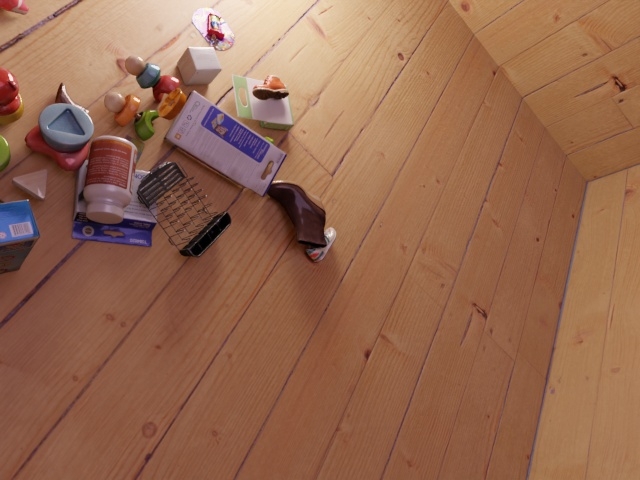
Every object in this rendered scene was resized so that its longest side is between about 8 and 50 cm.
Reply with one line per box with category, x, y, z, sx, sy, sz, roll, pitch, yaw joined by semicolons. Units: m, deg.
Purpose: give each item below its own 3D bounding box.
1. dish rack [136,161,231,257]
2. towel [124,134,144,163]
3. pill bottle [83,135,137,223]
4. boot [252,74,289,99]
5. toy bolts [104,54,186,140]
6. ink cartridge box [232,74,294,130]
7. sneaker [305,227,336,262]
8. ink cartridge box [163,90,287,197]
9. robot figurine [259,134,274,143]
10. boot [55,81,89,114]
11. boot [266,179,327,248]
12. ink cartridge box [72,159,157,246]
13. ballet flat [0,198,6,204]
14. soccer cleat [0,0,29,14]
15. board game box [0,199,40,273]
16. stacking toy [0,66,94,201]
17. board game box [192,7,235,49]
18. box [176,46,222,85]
dish rack;-0.409;-0.101;1.540;0.271;0.074;0.208;59;39;-22
towel;-0.568;-0.273;1.553;0.060;0.009;0.083;25;61;-30
pill bottle;-0.565;-0.160;1.382;0.121;0.121;0.216;14;66;-34
boot;-0.191;-0.551;1.846;0.158;0.059;0.084;-16;81;-48
toy bolts;-0.515;-0.451;1.532;0.158;0.218;0.228;35;48;-40
ink cartridge box;-0.216;-0.498;1.874;0.235;0.056;0.171;-2;75;-35
sneaker;0.000;0.000;1.867;0.075;0.057;0.161;44;55;-23
ink cartridge box;-0.305;-0.308;1.693;0.371;0.069;0.175;31;82;-24
robot figurine;-0.209;-0.320;1.809;0.101;0.067;0.115;-46;105;-14
boot;-0.706;-0.382;1.469;0.087;0.042;0.118;17;66;-40
boot;-0.080;-0.091;1.792;0.249;0.090;0.206;18;52;-33
ink cartridge box;-0.577;-0.104;1.464;0.224;0.045;0.223;7;70;-36
ballet flat;-0.852;-0.124;1.240;0.232;0.073;0.080;36;55;-22
soccer cleat;-0.883;-0.749;1.441;0.095;0.083;0.247;12;58;-66
board game box;-0.792;0.026;1.086;0.308;0.302;0.086;-16;84;-41
stacking toy;-0.753;-0.277;1.298;0.309;0.130;0.279;26;54;-20
board game box;-0.375;-0.772;1.859;0.168;0.033;0.133;52;51;-12
box;-0.405;-0.582;1.725;0.101;0.102;0.087;-18;84;-41
